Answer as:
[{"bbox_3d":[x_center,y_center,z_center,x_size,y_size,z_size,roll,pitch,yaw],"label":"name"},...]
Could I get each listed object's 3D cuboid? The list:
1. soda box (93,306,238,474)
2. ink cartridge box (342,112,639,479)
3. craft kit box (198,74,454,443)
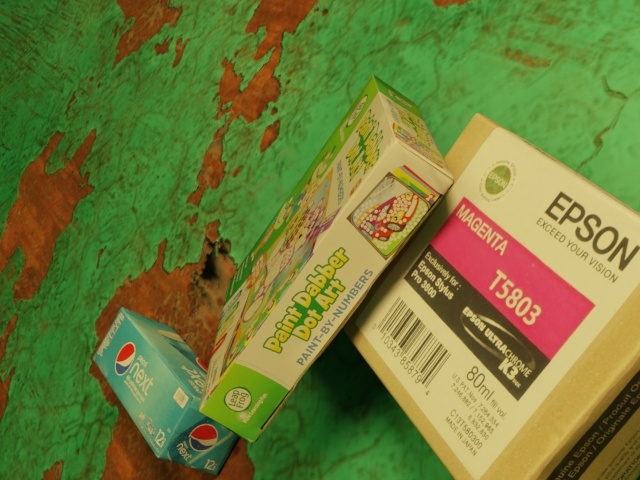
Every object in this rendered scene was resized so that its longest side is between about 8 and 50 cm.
[{"bbox_3d":[-0.155,0.145,0.902,0.067,0.071,0.210,-59,36,3],"label":"soda box"},{"bbox_3d":[0.133,0.049,0.595,0.193,0.088,0.235,-56,35,11],"label":"ink cartridge box"},{"bbox_3d":[0.000,0.000,0.730,0.247,0.061,0.250,-51,13,15],"label":"craft kit box"}]
